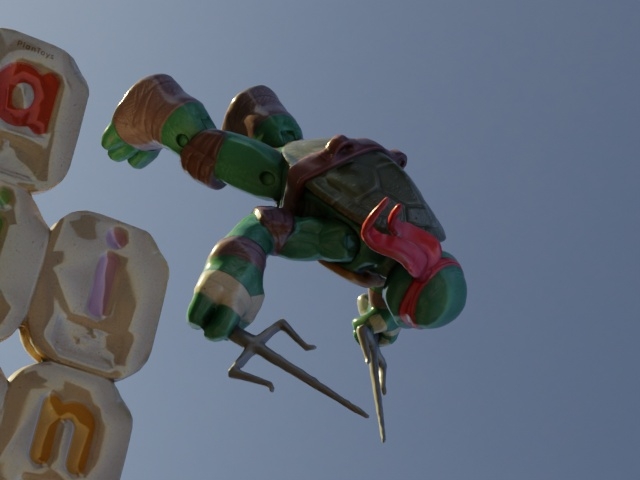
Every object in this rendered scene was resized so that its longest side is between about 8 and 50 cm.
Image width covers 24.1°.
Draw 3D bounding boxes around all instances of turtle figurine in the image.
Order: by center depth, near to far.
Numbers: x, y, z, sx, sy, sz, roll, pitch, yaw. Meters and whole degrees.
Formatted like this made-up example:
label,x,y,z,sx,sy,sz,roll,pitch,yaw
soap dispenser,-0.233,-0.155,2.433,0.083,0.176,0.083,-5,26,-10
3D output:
label,x,y,z,sx,sy,sz,roll,pitch,yaw
turtle figurine,0.000,0.000,0.741,0.118,0.175,0.234,-52,-127,9

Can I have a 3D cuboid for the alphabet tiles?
label,x,y,z,sx,sy,sz,roll,pitch,yaw
alphabet tiles,-0.203,0.021,0.597,0.021,0.284,0.278,-29,-134,59
